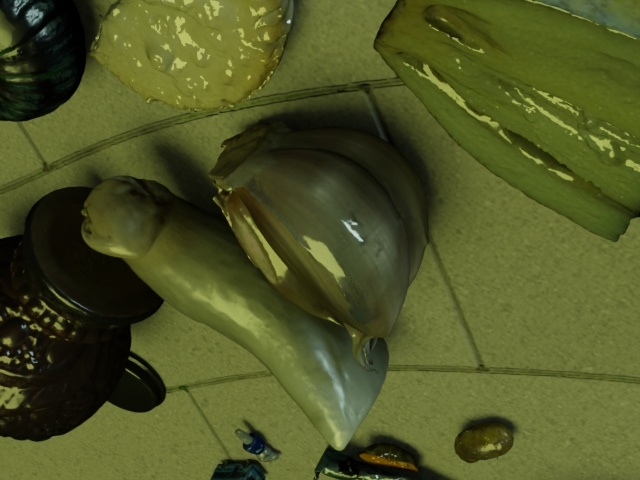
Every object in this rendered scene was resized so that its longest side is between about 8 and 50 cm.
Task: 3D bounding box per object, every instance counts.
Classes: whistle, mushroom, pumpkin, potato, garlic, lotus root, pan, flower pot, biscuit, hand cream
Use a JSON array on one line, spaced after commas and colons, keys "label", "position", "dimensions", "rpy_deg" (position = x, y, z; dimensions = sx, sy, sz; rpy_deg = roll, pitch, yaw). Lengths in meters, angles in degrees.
[{"label": "whistle", "position": [-0.094, 0.302, 1.559], "dimensions": [0.033, 0.029, 0.083], "rpy_deg": [-23, 126, 35]}, {"label": "mushroom", "position": [-0.097, 0.061, 1.221], "dimensions": [0.397, 0.177, 0.126], "rpy_deg": [38, 111, -6]}, {"label": "pumpkin", "position": [0.095, 0.290, 1.429], "dimensions": [0.083, 0.028, 0.050], "rpy_deg": [17, 154, 6]}, {"label": "pumpkin", "position": [-0.344, -0.216, 1.124], "dimensions": [0.201, 0.140, 0.202], "rpy_deg": [18, 140, 16]}, {"label": "potato", "position": [0.199, 0.251, 1.315], "dimensions": [0.046, 0.045, 0.092], "rpy_deg": [12, 154, -34]}, {"label": "garlic", "position": [0.000, 0.000, 1.075], "dimensions": [0.292, 0.210, 0.237], "rpy_deg": [46, 132, -3]}, {"label": "lotus root", "position": [0.185, -0.157, 0.855], "dimensions": [0.260, 0.149, 0.267], "rpy_deg": [29, 157, 10]}, {"label": "pan", "position": [-0.334, 0.181, 1.590], "dimensions": [0.235, 0.028, 0.136], "rpy_deg": [45, 137, -14]}, {"label": "flower pot", "position": [-0.335, 0.082, 1.335], "dimensions": [0.266, 0.267, 0.267], "rpy_deg": [40, 129, -9]}, {"label": "biscuit", "position": [-0.114, -0.218, 1.019], "dimensions": [0.179, 0.084, 0.281], "rpy_deg": [38, 138, -6]}, {"label": "hand cream", "position": [0.113, 0.345, 1.445], "dimensions": [0.247, 0.052, 0.075], "rpy_deg": [16, 174, 12]}]

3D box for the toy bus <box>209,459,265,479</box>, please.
[{"label": "toy bus", "position": [-0.128, 0.367, 1.631], "dimensions": [0.083, 0.046, 0.038], "rpy_deg": [-10, 124, 39]}]
